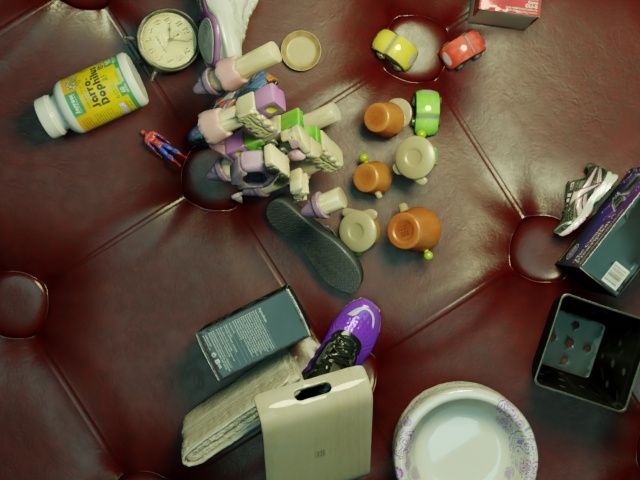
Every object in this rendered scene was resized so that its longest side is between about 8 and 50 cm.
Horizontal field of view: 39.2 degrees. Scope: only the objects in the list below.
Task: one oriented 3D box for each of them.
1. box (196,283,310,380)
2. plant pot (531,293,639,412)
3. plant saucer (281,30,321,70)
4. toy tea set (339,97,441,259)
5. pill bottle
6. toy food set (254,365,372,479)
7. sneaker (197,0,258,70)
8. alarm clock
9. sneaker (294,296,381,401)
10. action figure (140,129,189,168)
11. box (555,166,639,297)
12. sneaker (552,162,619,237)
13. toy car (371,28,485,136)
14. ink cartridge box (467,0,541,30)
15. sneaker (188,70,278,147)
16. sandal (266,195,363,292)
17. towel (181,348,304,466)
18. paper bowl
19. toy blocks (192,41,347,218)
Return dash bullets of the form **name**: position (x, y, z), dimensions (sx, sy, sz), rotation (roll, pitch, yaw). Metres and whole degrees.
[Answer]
- **box**: position (-0.131, 0.182, 1.815), dimensions (0.207, 0.153, 0.108), rotation (-26, 91, 1)
- **plant pot**: position (0.527, 0.218, 1.812), dimensions (0.187, 0.167, 0.188), rotation (18, 89, 0)
- **plant saucer**: position (-0.041, -0.396, 1.879), dimensions (0.083, 0.015, 0.083), rotation (0, 91, 0)
- **toy tea set**: position (0.163, -0.122, 1.849), dimensions (0.200, 0.124, 0.336), rotation (12, 98, 28)
- **pill bottle**: position (-0.467, -0.289, 1.827), dimensions (0.208, 0.117, 0.117), rotation (-24, 91, 0)
- **toy food set**: position (-0.018, 0.385, 1.761), dimensions (0.220, 0.092, 0.306), rotation (-13, 130, -15)
- **sneaker**: position (-0.176, -0.460, 1.813), dimensions (0.152, 0.114, 0.305), rotation (-7, 84, -30)
- **alarm clock**: position (-0.297, -0.419, 1.852), dimensions (0.192, 0.064, 0.129), rotation (-32, 98, -7)
- **sneaker**: position (0.032, 0.252, 1.819), dimensions (0.102, 0.146, 0.293), rotation (33, 91, 0)
- **action figure**: position (-0.329, -0.194, 1.873), dimensions (0.115, 0.030, 0.038), rotation (38, 85, 4)
- **box**: position (0.610, -0.021, 1.803), dimensions (0.103, 0.184, 0.261), rotation (38, 90, 2)
- **sneaker**: position (0.534, -0.085, 1.868), dimensions (0.077, 0.072, 0.178), rotation (39, 82, 11)
- **toy car**: position (0.225, -0.330, 1.862), dimensions (0.239, 0.053, 0.225), rotation (1, 90, 0)
- **ink cartridge box**: position (0.381, -0.534, 1.825), dimensions (0.127, 0.128, 0.176), rotation (7, 91, -1)
- **sneaker**: position (-0.189, -0.277, 1.857), dimensions (0.221, 0.083, 0.087), rotation (-41, 69, 2)
- **sandal**: position (0.000, -0.001, 1.853), dimensions (0.254, 0.054, 0.097), rotation (47, 131, 4)
- **towel**: position (-0.158, 0.329, 1.801), dimensions (0.282, 0.187, 0.049), rotation (-34, 105, 1)
- **paper bowl**: position (0.285, 0.429, 1.821), dimensions (0.284, 0.148, 0.284), rotation (0, 91, -1)
- **toy blocks**: position (-0.128, -0.160, 1.717), dimensions (0.260, 0.288, 0.309), rotation (-20, 56, 24)
